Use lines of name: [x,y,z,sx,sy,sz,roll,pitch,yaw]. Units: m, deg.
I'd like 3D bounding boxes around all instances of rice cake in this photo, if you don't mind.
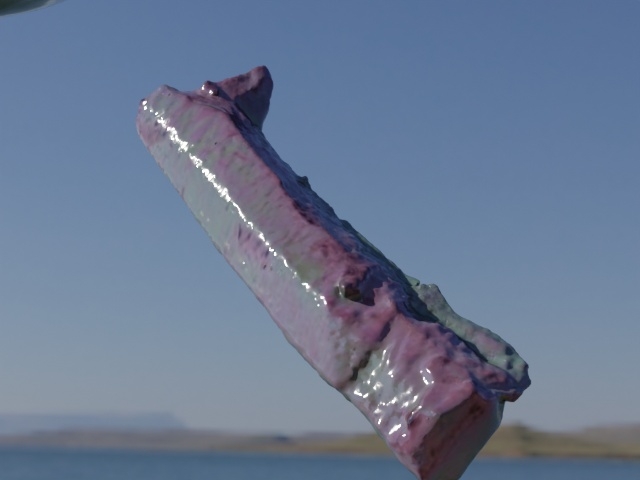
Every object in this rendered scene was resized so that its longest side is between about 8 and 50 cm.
rice cake: [-0.001,0.003,0.816,0.081,0.290,0.051,-38,-41,-2]

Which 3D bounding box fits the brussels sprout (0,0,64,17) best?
brussels sprout: [-0.109,-0.299,0.575,0.361,0.425,0.342,-12,11,15]
